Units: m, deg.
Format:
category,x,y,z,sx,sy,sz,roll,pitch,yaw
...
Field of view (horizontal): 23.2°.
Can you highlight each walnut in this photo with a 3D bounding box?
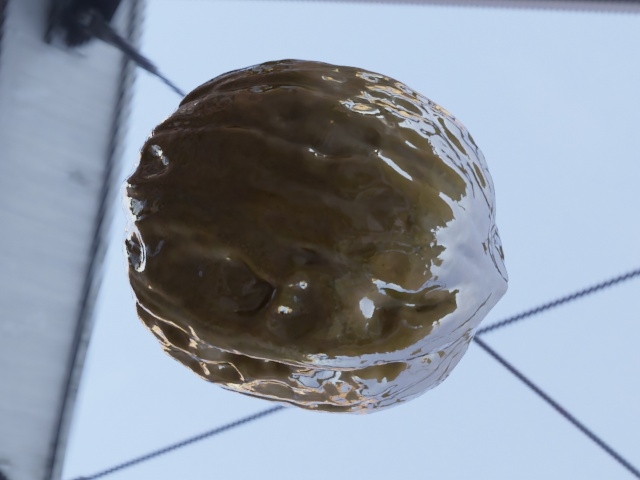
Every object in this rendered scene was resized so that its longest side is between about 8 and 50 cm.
category,x,y,z,sx,sy,sz,roll,pitch,yaw
walnut,0.000,0.000,0.852,0.213,0.213,0.213,-8,-106,29
